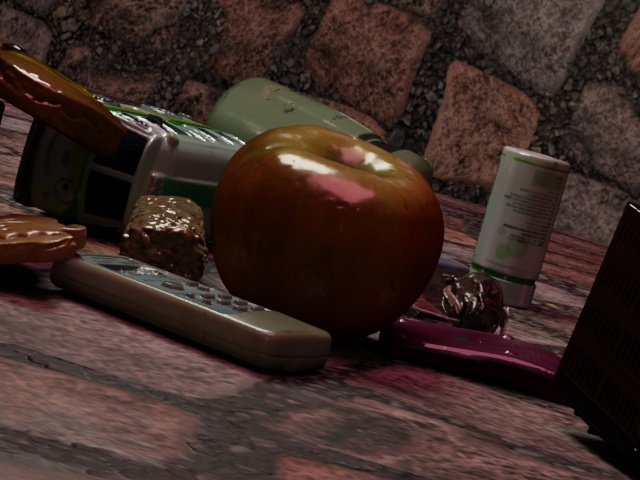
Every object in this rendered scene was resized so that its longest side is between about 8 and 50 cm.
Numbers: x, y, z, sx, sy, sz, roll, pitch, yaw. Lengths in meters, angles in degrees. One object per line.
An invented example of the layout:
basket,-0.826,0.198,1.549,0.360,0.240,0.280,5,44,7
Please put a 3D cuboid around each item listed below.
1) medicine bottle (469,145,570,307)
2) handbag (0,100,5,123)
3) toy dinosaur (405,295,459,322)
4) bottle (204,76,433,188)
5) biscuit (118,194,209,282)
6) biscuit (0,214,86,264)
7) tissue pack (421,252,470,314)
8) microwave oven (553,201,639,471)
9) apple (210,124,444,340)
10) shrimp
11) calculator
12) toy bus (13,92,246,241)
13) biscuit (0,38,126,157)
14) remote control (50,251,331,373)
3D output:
medicine bottle,0.238,-0.017,2.257,0.086,0.183,0.086,15,7,-2
handbag,-0.464,-0.114,1.662,0.288,0.152,0.342,9,-4,12
toy dinosaur,0.044,0.060,1.826,0.220,0.032,0.108,8,5,35
bottle,0.006,-0.098,2.549,0.347,0.168,0.168,26,11,35
biscuit,-0.143,0.000,1.749,0.082,0.070,0.168,6,9,-2
biscuit,-0.257,-0.003,1.525,0.134,0.027,0.184,-5,9,-3
tissue pack,0.063,0.032,1.967,0.155,0.065,0.115,10,6,-32
microwave oven,0.338,0.104,1.476,0.247,0.188,0.178,17,11,-22
apple,0.000,0.000,1.651,0.210,0.173,0.235,20,16,7
shrimp,0.152,0.068,1.849,0.075,0.073,0.190,11,1,0
calculator,0.147,0.103,1.693,0.191,0.034,0.126,14,8,2
toy bus,-0.181,-0.072,1.972,0.165,0.133,0.276,20,7,25
biscuit,-0.302,-0.165,1.730,0.277,0.052,0.262,31,-2,5
remote control,-0.104,0.055,1.498,0.234,0.038,0.098,18,6,32
